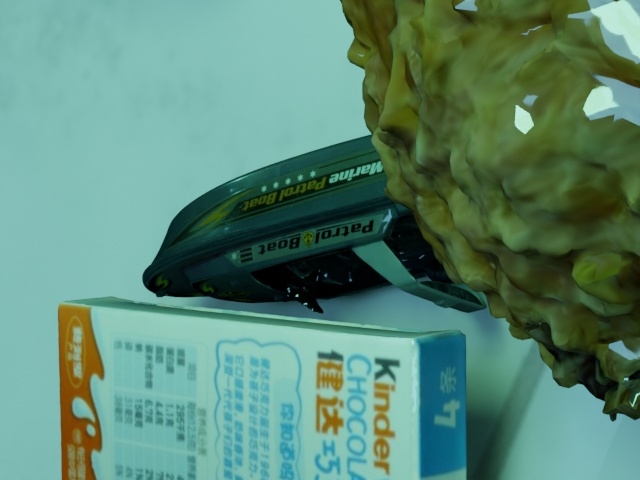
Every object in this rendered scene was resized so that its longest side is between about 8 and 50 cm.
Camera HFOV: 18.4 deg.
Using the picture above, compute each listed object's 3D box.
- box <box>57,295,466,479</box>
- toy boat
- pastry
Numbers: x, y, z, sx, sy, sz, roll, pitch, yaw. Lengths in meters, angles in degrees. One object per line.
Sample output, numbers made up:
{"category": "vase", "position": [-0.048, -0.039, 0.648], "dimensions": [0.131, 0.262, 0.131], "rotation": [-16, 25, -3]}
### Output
{"category": "box", "position": [-0.036, 0.172, 1.038], "dimensions": [0.265, 0.048, 0.273], "rotation": [5, 96, 43]}
{"category": "toy boat", "position": [0.000, 0.000, 1.037], "dimensions": [0.246, 0.093, 0.103], "rotation": [-15, 67, 36]}
{"category": "pastry", "position": [0.178, -0.146, 0.784], "dimensions": [0.337, 0.292, 0.405], "rotation": [-37, 54, 49]}
